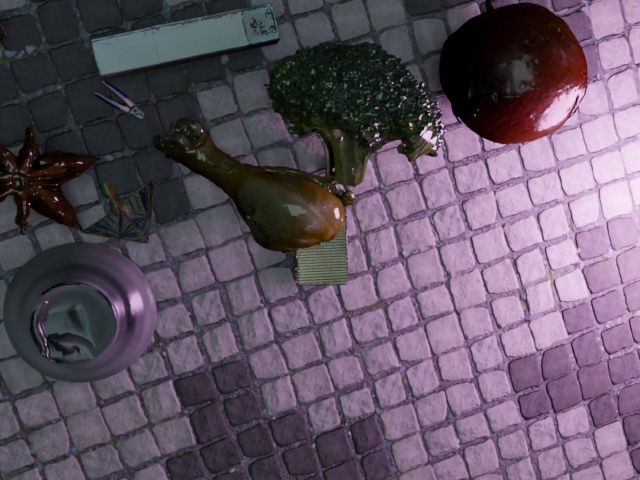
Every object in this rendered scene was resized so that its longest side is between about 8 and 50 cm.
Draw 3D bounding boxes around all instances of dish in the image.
[{"bbox_3d":[-0.505,0.162,1.436,0.316,0.106,0.317,-1,98,-10],"label":"dish"}]

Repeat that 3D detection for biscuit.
[{"bbox_3d":[0.000,0.000,1.532,0.121,0.040,0.200,-1,99,-5],"label":"biscuit"}]

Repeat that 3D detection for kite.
[{"bbox_3d":[-0.417,-0.057,1.471,0.190,0.010,0.159,-38,101,-4],"label":"kite"}]

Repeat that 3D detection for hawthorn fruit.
[{"bbox_3d":[0.393,-0.340,1.437,0.315,0.316,0.316,-1,98,-9],"label":"hawthorn fruit"}]

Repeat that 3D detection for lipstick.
[{"bbox_3d":[-0.272,-0.408,1.416,0.371,0.076,0.080,-15,100,-7],"label":"lipstick"}]

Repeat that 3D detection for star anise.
[{"bbox_3d":[-0.587,-0.158,1.368,0.237,0.148,0.346,-41,100,-25],"label":"star anise"}]

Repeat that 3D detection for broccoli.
[{"bbox_3d":[0.080,-0.272,1.413,0.375,0.302,0.249,15,72,13],"label":"broccoli"}]

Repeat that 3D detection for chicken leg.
[{"bbox_3d":[-0.147,-0.119,1.426,0.429,0.153,0.201,32,123,2],"label":"chicken leg"}]

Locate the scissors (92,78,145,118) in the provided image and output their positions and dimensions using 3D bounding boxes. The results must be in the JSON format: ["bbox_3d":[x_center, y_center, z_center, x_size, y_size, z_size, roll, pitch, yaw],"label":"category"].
[{"bbox_3d":[-0.417,-0.289,1.439,0.113,0.012,0.039,35,91,-12],"label":"scissors"}]

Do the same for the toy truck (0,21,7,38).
[{"bbox_3d":[-0.713,-0.400,1.322,0.177,0.115,0.080,-24,101,-4],"label":"toy truck"}]
